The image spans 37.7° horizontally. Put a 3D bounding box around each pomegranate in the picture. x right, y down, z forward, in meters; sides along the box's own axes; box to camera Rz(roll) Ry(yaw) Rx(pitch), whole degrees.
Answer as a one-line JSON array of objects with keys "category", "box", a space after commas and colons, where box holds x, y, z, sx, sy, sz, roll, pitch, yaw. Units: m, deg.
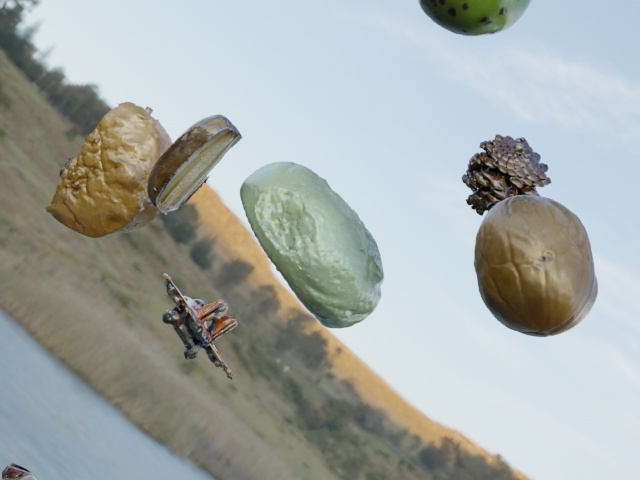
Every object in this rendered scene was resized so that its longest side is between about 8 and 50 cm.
[{"category": "pomegranate", "box": [0.287, -0.524, 1.724, 0.231, 0.231, 0.285, 33, -52, 39]}]

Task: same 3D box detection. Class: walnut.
[{"category": "walnut", "box": [0.289, 0.032, 1.271, 0.167, 0.167, 0.207, 62, 20, -60]}]

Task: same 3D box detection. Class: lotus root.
[{"category": "lotus root", "box": [-0.096, -0.058, 0.663, 0.030, 0.083, 0.037, 49, 13, 25]}]

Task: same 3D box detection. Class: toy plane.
[{"category": "toy plane", "box": [-0.146, 0.088, 1.040, 0.135, 0.062, 0.188, 61, -20, -16]}]

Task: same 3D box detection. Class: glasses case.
[{"category": "glasses case", "box": [-0.648, 0.497, 1.876, 0.070, 0.194, 0.102, -94, 169, -69]}]

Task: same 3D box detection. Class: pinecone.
[{"category": "pinecone", "box": [0.345, -0.115, 1.778, 0.173, 0.173, 0.173, 40, -11, 10]}]

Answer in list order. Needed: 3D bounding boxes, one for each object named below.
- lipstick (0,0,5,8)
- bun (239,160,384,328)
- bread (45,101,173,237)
[{"category": "lipstick", "box": [-0.385, -0.282, 0.951, 0.080, 0.076, 0.371, 25, -2, -33]}, {"category": "bun", "box": [-0.001, -0.001, 1.082, 0.221, 0.108, 0.221, 57, 4, -7]}, {"category": "bread", "box": [-0.313, -0.098, 1.505, 0.139, 0.229, 0.143, 38, 9, 16]}]
